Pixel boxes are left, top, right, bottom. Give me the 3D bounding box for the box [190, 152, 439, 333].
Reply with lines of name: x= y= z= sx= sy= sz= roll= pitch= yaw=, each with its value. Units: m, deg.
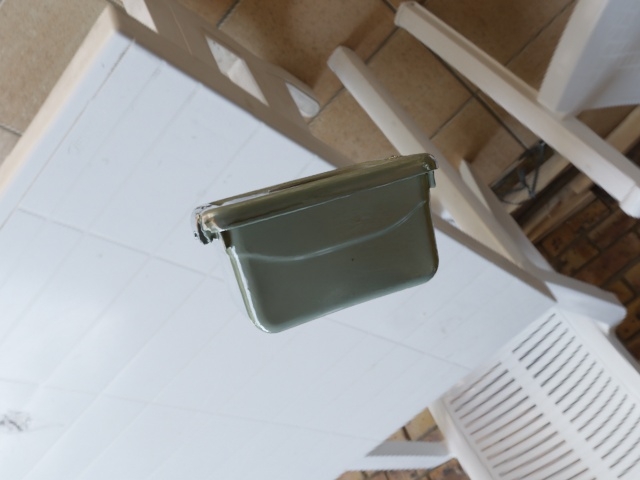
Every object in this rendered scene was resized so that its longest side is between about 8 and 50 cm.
box: x=0.000 y=0.000 z=0.443 sx=0.172 sy=0.124 sz=0.093 roll=-16 pitch=98 yaw=-14
